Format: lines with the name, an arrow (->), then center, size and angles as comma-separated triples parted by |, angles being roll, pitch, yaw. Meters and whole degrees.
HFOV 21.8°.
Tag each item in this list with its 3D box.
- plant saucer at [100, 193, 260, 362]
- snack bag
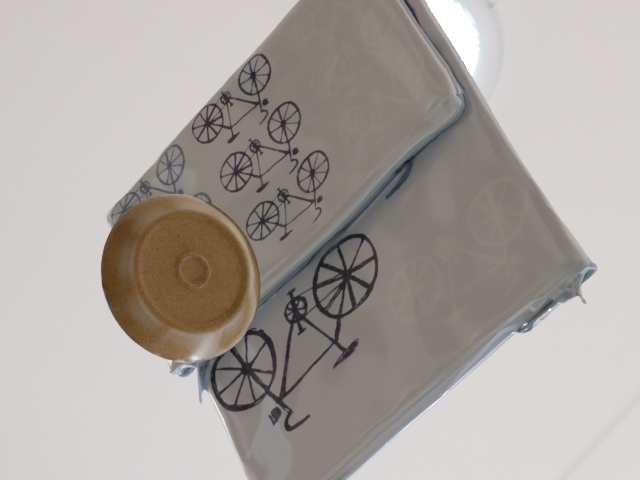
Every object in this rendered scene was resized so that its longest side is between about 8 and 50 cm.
plant saucer -> -0.063, 0.016, 0.796 | 0.083, 0.015, 0.083 | 8, -108, -26
snack bag -> 0.000, 0.000, 1.188 | 0.323, 0.037, 0.343 | -44, -127, 22
